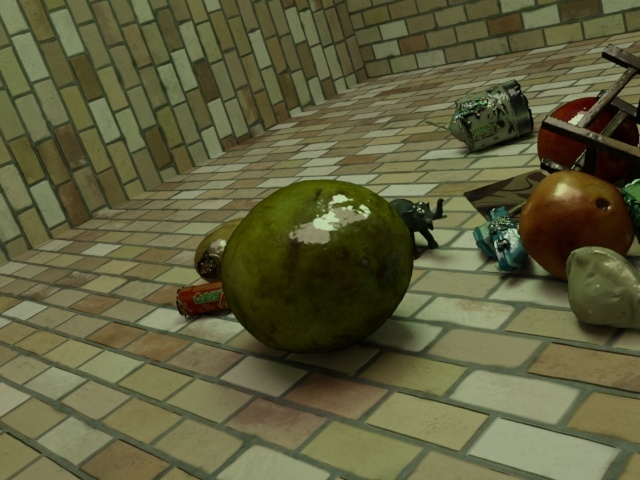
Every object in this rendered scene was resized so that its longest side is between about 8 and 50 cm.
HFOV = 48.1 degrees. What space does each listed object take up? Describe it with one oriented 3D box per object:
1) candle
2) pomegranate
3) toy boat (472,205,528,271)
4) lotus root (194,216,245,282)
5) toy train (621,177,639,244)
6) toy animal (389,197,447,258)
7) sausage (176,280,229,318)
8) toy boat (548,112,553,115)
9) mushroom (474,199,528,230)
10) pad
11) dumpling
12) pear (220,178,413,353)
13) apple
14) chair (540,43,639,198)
[{"bbox_3d":[0.508,-0.386,2.296,0.330,0.187,0.187,-18,19,6],"label":"candle"},{"bbox_3d":[0.477,-0.024,1.340,0.209,0.209,0.209,-17,20,6],"label":"pomegranate"},{"bbox_3d":[0.377,0.005,1.506,0.098,0.109,0.238,-35,12,15],"label":"toy boat"},{"bbox_3d":[-0.243,0.031,1.935,0.160,0.146,0.284,-32,5,27],"label":"lotus root"},{"bbox_3d":[0.669,-0.038,1.271,0.188,0.159,0.271,-25,19,8],"label":"toy train"},{"bbox_3d":[0.225,-0.034,1.690,0.082,0.137,0.269,-24,12,-23],"label":"toy animal"},{"bbox_3d":[-0.223,0.129,1.745,0.264,0.083,0.083,-11,21,19],"label":"sausage"},{"bbox_3d":[0.781,-0.359,2.154,0.210,0.070,0.291,-6,20,26],"label":"toy boat"},{"bbox_3d":[0.485,-0.082,1.735,0.286,0.028,0.026,-25,63,-15],"label":"mushroom"},{"bbox_3d":[0.504,-0.109,1.826,0.220,0.004,0.330,-18,19,2],"label":"pad"},{"bbox_3d":[0.470,0.073,1.183,0.118,0.136,0.199,-18,29,-20],"label":"dumpling"},{"bbox_3d":[-0.011,0.055,1.385,0.413,0.352,0.352,-3,24,47],"label":"pear"},{"bbox_3d":[0.638,-0.232,1.713,0.218,0.218,0.201,-26,34,-19],"label":"apple"},{"bbox_3d":[0.689,-0.176,1.441,0.416,0.203,0.240,37,77,28],"label":"chair"}]
